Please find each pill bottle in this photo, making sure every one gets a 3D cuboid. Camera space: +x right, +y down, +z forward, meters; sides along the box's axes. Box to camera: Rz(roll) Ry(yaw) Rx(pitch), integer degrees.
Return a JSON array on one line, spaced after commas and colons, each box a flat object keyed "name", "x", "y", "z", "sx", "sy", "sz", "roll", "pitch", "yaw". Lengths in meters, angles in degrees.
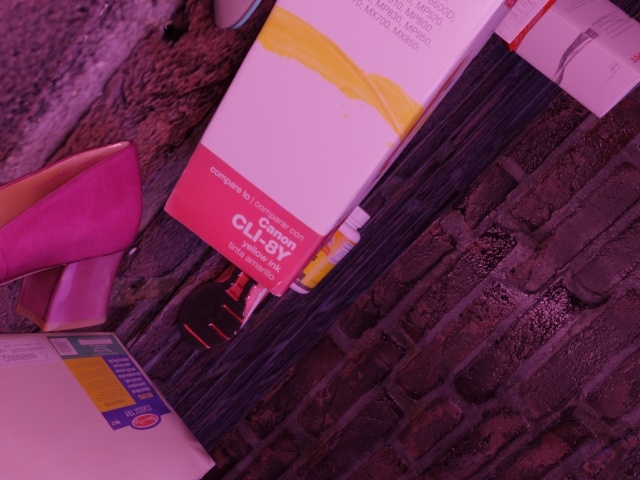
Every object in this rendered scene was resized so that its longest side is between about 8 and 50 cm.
[{"name": "pill bottle", "x": 0.000, "y": 0.000, "z": 1.128, "sx": 0.215, "sy": 0.117, "sz": 0.117, "roll": -46, "pitch": 165, "yaw": 8}]

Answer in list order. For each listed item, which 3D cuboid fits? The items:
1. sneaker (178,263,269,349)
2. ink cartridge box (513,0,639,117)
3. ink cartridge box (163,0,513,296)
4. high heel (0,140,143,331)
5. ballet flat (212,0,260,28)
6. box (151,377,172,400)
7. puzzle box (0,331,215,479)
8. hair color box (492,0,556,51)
[{"name": "sneaker", "x": -0.134, "y": 0.088, "z": 1.021, "sx": 0.314, "sy": 0.116, "sz": 0.136, "roll": -47, "pitch": 167, "yaw": 12}, {"name": "ink cartridge box", "x": 0.528, "y": -0.402, "z": 1.097, "sx": 0.207, "sy": 0.283, "sz": 0.117, "roll": -33, "pitch": 162, "yaw": -35}, {"name": "ink cartridge box", "x": 0.041, "y": -0.167, "z": 0.578, "sx": 0.385, "sy": 0.160, "sz": 0.279, "roll": -53, "pitch": 177, "yaw": 29}, {"name": "high heel", "x": -0.297, "y": -0.018, "z": 0.393, "sx": 0.377, "sy": 0.127, "sz": 0.181, "roll": 2, "pitch": 104, "yaw": -65}, {"name": "ballet flat", "x": -0.042, "y": -0.266, "z": 0.410, "sx": 0.068, "sy": 0.072, "sz": 0.213, "roll": 19, "pitch": 119, "yaw": -43}, {"name": "box", "x": -0.448, "y": 0.396, "z": 1.150, "sx": 0.231, "sy": 0.056, "sz": 0.183, "roll": -45, "pitch": 166, "yaw": 5}, {"name": "puzzle box", "x": -0.301, "y": 0.227, "z": 0.646, "sx": 0.052, "sy": 0.272, "sz": 0.409, "roll": -45, "pitch": 165, "yaw": 3}, {"name": "hair color box", "x": 0.354, "y": -0.427, "z": 0.939, "sx": 0.167, "sy": 0.093, "sz": 0.053, "roll": -48, "pitch": 166, "yaw": 17}]
